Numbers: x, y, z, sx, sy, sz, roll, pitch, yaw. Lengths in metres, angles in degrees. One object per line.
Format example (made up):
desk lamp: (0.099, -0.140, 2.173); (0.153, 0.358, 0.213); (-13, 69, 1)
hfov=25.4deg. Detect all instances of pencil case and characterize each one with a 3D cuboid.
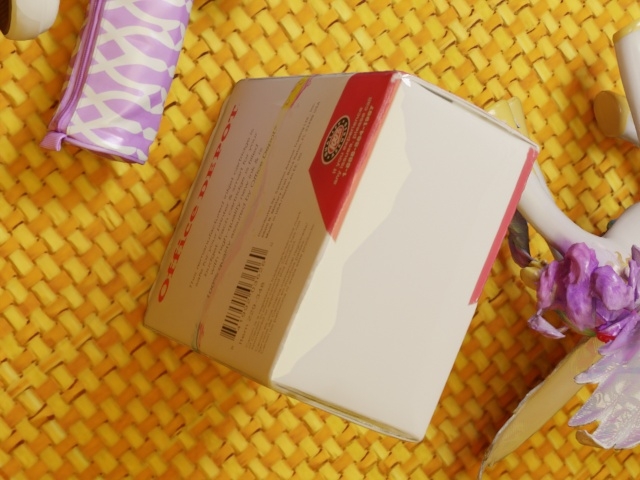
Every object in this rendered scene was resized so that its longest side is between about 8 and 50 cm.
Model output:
pencil case: (-0.150, -0.161, 1.098); (0.088, 0.086, 0.206); (15, 88, -55)

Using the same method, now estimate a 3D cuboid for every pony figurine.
pony figurine: (0.253, 0.034, 1.198); (0.351, 0.303, 0.363); (-31, 90, -24)

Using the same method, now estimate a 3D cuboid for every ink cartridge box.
ink cartridge box: (0.000, 0.000, 1.054); (0.131, 0.306, 0.226); (23, 87, -22)

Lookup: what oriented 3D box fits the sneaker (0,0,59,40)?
sneaker: (-0.177, -0.276, 1.026); (0.123, 0.106, 0.290); (5, 69, -18)
